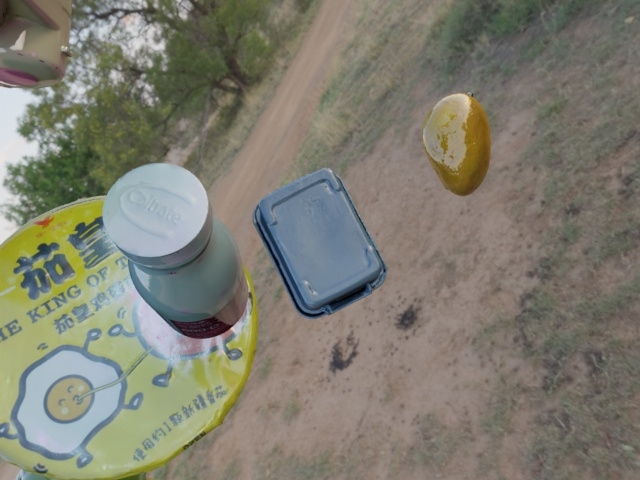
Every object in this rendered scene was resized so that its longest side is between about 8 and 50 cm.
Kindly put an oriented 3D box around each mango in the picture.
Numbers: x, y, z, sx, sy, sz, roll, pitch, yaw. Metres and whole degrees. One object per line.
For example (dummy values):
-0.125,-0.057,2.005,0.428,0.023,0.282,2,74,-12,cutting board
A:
0.304,-0.210,1.074,0.147,0.228,0.109,-5,14,15,mango

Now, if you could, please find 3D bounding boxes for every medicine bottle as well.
-0.111,0.020,0.403,0.217,0.090,0.091,101,-166,-68,medicine bottle

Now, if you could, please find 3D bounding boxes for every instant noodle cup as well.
-0.251,0.138,0.643,0.254,0.325,0.326,115,180,-64,instant noodle cup

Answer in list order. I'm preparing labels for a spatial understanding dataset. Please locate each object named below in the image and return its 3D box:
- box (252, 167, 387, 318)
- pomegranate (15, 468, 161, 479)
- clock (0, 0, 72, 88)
0.000,0.000,0.334,0.074,0.099,0.054,-27,-6,-6,box
-0.363,0.432,0.827,0.236,0.301,0.236,-49,31,44,pomegranate
-0.355,-0.197,0.293,0.284,0.309,0.114,104,168,-87,clock
